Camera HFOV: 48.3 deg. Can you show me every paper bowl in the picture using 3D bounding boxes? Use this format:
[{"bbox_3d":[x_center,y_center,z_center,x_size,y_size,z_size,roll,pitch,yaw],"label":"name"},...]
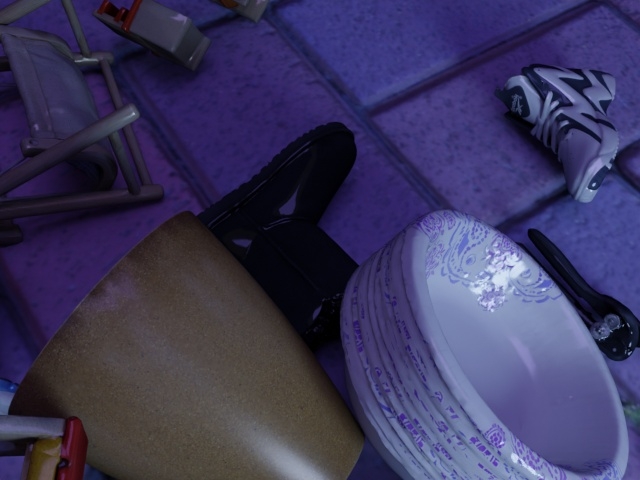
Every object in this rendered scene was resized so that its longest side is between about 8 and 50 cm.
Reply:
[{"bbox_3d":[0.137,0.124,0.665,0.284,0.148,0.284,31,36,-26],"label":"paper bowl"}]

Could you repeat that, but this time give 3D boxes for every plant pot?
[{"bbox_3d":[-0.094,0.142,0.641,0.254,0.237,0.237,38,60,2],"label":"plant pot"}]

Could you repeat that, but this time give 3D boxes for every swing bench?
[{"bbox_3d":[-0.349,-0.148,0.822,0.255,0.165,0.253,-19,62,-12],"label":"swing bench"}]

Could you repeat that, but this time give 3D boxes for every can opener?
[{"bbox_3d":[0.293,0.062,0.827,0.059,0.073,0.186,-49,65,12],"label":"can opener"}]

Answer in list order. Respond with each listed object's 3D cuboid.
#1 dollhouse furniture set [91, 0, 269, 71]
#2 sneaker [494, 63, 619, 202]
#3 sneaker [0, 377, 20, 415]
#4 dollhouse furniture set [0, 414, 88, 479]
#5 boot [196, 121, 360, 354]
[{"bbox_3d":[-0.174,-0.373,0.943,0.135,0.262,0.259,29,90,14],"label":"dollhouse furniture set"},{"bbox_3d":[0.299,-0.154,0.935,0.153,0.094,0.235,15,57,5],"label":"sneaker"},{"bbox_3d":[-0.363,0.171,0.658,0.191,0.071,0.083,2,57,-16],"label":"sneaker"},{"bbox_3d":[-0.184,0.330,0.489,0.152,0.201,0.374,7,60,-11],"label":"dollhouse furniture set"},{"bbox_3d":[0.000,0.000,0.799,0.246,0.094,0.207,-38,65,-18],"label":"boot"}]
